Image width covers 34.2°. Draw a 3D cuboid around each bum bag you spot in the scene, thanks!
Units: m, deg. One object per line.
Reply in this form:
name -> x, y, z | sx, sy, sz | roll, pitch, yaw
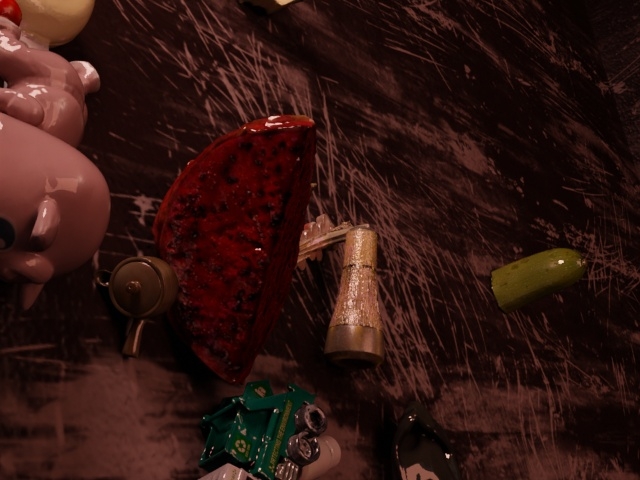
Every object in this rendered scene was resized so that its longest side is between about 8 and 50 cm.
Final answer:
bum bag -> 0.158, 0.389, 1.474 | 0.142, 0.080, 0.326 | 12, 63, -47

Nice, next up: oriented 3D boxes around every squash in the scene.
squash -> 0.427, 0.066, 2.008 | 0.095, 0.188, 0.095 | 37, 40, -39

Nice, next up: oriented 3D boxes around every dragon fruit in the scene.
dragon fruit -> -0.105, -0.007, 1.251 | 0.205, 0.152, 0.317 | -14, 120, -79

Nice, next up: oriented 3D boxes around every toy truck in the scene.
toy truck -> -0.081, 0.247, 1.154 | 0.116, 0.110, 0.216 | 40, 39, -19

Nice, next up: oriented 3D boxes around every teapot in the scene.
teapot -> -0.202, 0.071, 1.132 | 0.080, 0.085, 0.110 | 5, 95, -75

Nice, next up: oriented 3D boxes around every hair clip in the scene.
hair clip -> -0.006, 0.000, 1.494 | 0.214, 0.056, 0.062 | -20, 104, -52

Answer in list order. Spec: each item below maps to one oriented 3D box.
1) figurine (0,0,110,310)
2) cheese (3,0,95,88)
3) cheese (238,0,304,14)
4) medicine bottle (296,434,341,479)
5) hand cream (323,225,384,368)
figurine -> -0.291, -0.084, 0.993 | 0.186, 0.176, 0.287 | 5, 64, -12
cheese -> -0.328, -0.260, 1.121 | 0.163, 0.071, 0.249 | 46, 37, -33
cheese -> -0.113, -0.467, 1.589 | 0.127, 0.050, 0.255 | -33, 102, -33
medicine bottle -> -0.015, 0.270, 1.288 | 0.089, 0.052, 0.052 | -3, 73, -59
hand cream -> 0.051, 0.075, 1.461 | 0.084, 0.084, 0.203 | 27, 59, -49
